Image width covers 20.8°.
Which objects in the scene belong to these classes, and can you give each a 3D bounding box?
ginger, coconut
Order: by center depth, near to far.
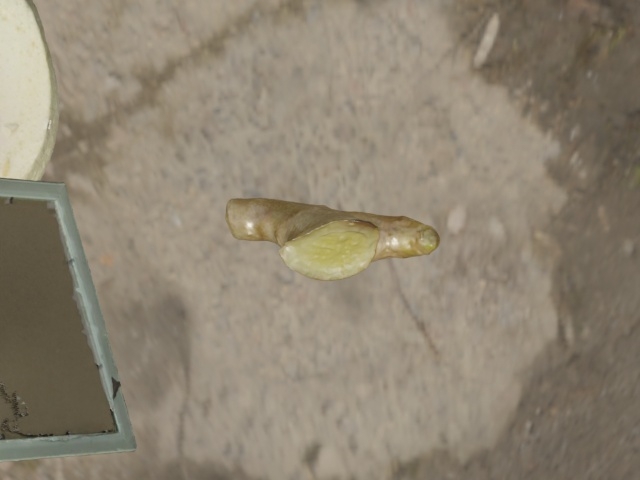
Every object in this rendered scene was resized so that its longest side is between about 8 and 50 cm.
[{"bbox_3d":[0.000,0.001,0.729,0.097,0.048,0.030,8,100,21],"label":"ginger"},{"bbox_3d":[-0.391,-0.136,1.550,0.297,0.254,0.297,0,90,-34],"label":"coconut"}]

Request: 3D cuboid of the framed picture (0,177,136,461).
[{"bbox_3d":[-0.248,0.051,1.177,0.016,0.273,0.216,-29,70,34],"label":"framed picture"}]
